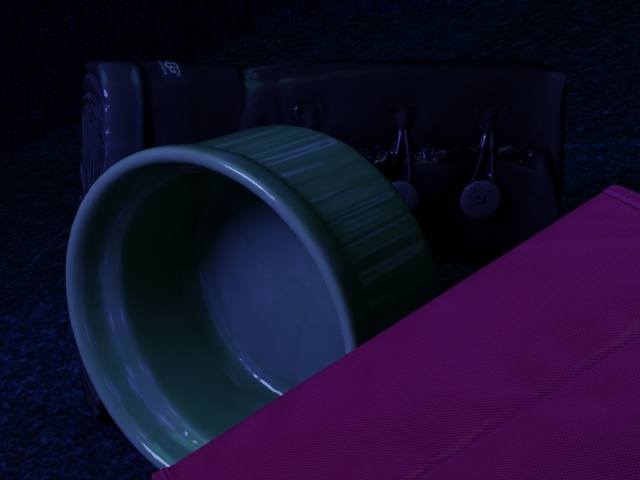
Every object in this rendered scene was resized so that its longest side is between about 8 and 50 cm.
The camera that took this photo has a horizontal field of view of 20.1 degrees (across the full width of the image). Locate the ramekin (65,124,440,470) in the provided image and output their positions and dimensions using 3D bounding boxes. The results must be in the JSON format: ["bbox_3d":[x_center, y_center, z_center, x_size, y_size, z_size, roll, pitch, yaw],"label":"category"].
[{"bbox_3d":[-0.048,0.052,1.465,0.303,0.303,0.148,-2,16,40],"label":"ramekin"}]

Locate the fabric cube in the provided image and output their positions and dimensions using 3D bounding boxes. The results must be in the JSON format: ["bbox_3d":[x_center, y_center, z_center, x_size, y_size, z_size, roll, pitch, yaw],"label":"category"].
[{"bbox_3d":[0.121,0.171,0.762,0.258,0.254,0.259,-32,24,-8],"label":"fabric cube"}]

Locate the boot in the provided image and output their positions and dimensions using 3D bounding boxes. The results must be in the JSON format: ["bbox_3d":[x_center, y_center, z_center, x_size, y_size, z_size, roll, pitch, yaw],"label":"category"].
[{"bbox_3d":[0.000,-0.002,1.702,0.445,0.367,0.146,-2,30,-18],"label":"boot"}]
